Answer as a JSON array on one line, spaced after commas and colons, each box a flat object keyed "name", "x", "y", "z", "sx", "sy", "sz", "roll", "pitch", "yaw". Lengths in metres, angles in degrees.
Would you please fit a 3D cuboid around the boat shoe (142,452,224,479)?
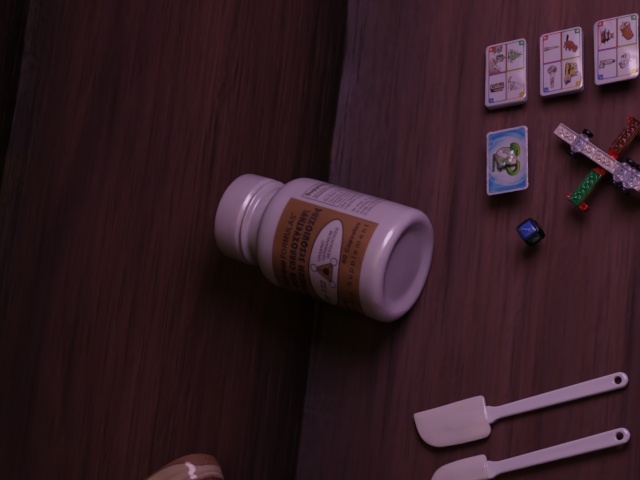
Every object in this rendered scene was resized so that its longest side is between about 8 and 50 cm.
[{"name": "boat shoe", "x": -0.233, "y": 0.391, "z": 1.573, "sx": 0.342, "sy": 0.123, "sz": 0.123, "roll": -37, "pitch": 63, "yaw": 8}]

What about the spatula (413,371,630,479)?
[{"name": "spatula", "x": 0.223, "y": 0.236, "z": 1.436, "sx": 0.242, "sy": 0.019, "sz": 0.168, "roll": -17, "pitch": 66, "yaw": 21}]

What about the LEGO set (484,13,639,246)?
[{"name": "LEGO set", "x": 0.272, "y": -0.114, "z": 1.484, "sx": 0.183, "sy": 0.060, "sz": 0.244, "roll": -10, "pitch": 67, "yaw": 30}]

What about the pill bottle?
[{"name": "pill bottle", "x": 0.000, "y": 0.000, "z": 1.534, "sx": 0.229, "sy": 0.131, "sz": 0.131, "roll": 18, "pitch": 87, "yaw": 29}]
